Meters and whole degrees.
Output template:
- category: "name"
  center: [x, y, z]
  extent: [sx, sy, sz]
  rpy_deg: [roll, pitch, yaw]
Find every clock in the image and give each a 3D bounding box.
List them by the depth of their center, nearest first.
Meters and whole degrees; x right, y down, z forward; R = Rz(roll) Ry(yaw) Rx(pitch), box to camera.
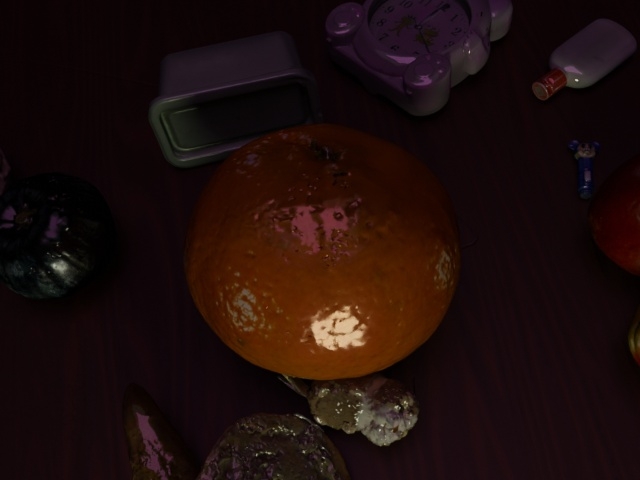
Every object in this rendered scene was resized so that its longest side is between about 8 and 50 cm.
- category: "clock"
  center: [0.203, -0.422, 1.403]
  extent: [0.322, 0.113, 0.295]
  rpy_deg: [-43, 65, -17]

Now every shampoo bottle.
- category: "shampoo bottle"
  center: [0.507, -0.348, 1.361]
  extent: [0.221, 0.051, 0.108]
  rpy_deg: [-36, 66, -13]

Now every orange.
- category: "orange"
  center: [0.000, 0.000, 1.045]
  extent: [0.424, 0.326, 0.424]
  rpy_deg: [-4, 38, 3]

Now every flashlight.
- category: "flashlight"
  center: [0.477, -0.132, 1.256]
  extent: [0.057, 0.035, 0.121]
  rpy_deg: [6, 62, 9]

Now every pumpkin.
- category: "pumpkin"
  center: [-0.474, -0.011, 1.226]
  extent: [0.233, 0.163, 0.233]
  rpy_deg: [-8, 62, 15]

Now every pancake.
- category: "pancake"
  center: [-0.058, 0.382, 0.975]
  extent: [0.282, 0.049, 0.282]
  rpy_deg: [11, 59, -20]

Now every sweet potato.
- category: "sweet potato"
  center: [-0.205, 0.366, 1.028]
  extent: [0.114, 0.092, 0.341]
  rpy_deg: [-44, 77, -4]

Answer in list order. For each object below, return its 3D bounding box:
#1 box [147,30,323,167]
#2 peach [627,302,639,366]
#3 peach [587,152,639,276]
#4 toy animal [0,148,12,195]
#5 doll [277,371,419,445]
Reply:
- category: "box"
  center: [-0.164, -0.285, 1.345]
  extent: [0.312, 0.175, 0.182]
  rpy_deg: [-12, 53, 0]
- category: "peach"
  center: [0.561, 0.140, 1.018]
  extent: [0.192, 0.190, 0.190]
  rpy_deg: [26, 67, 14]
- category: "peach"
  center: [0.551, -0.053, 1.113]
  extent: [0.243, 0.199, 0.243]
  rpy_deg: [-9, 45, 9]
- category: "toy animal"
  center: [-0.703, -0.064, 1.269]
  extent: [0.226, 0.188, 0.358]
  rpy_deg: [18, 65, 20]
- category: "doll"
  center: [0.041, 0.242, 1.062]
  extent: [0.221, 0.105, 0.115]
  rpy_deg: [8, 29, 17]
